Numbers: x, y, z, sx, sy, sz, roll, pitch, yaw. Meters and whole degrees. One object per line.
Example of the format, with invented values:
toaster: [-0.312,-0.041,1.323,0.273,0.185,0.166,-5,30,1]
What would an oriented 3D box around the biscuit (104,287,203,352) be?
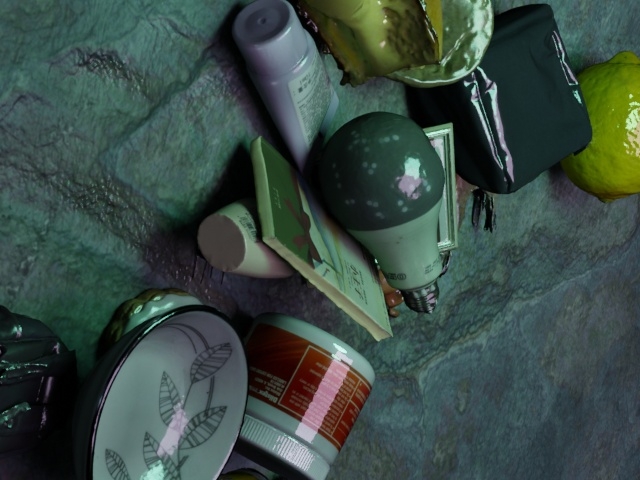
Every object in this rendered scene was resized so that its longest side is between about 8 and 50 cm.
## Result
biscuit: [-0.209,0.165,1.790,0.181,0.049,0.208,-20,117,-45]

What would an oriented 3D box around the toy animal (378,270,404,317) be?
toy animal: [0.113,-0.010,2.113,0.158,0.097,0.312,-2,106,-39]

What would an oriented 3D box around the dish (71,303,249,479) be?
dish: [-0.221,0.217,1.650,0.316,0.106,0.316,-35,134,-47]

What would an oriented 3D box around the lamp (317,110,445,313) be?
lamp: [0.115,-0.033,1.902,0.182,0.182,0.313,-32,101,-41]

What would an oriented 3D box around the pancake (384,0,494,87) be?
pancake: [0.146,-0.345,1.982,0.242,0.050,0.241,0,91,-17]

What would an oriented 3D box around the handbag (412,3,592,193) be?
handbag: [0.294,-0.222,2.186,0.302,0.178,0.275,-33,111,-43]

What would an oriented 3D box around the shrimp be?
shrimp: [0.247,-0.030,2.296,0.152,0.046,0.219,26,81,-49]

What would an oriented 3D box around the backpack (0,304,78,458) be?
backpack: [-0.384,0.169,1.520,0.258,0.133,0.206,3,103,-59]

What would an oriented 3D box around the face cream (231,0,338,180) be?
face cream: [-0.036,-0.219,1.851,0.274,0.096,0.154,61,40,-52]

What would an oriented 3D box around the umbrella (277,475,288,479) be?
umbrella: [-0.046,0.418,2.067,0.062,0.067,0.143,-5,115,-20]

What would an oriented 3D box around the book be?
book: [0.000,0.000,1.862,0.289,0.026,0.201,41,27,-41]

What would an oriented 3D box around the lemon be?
lemon: [0.553,-0.211,2.468,0.233,0.234,0.288,2,100,-52]

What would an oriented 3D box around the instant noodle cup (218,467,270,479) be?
instant noodle cup: [-0.166,0.412,1.815,0.153,0.205,0.205,13,92,-45]

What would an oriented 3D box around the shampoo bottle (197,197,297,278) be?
shampoo bottle: [-0.084,-0.003,1.821,0.078,0.127,0.257,-40,169,19]

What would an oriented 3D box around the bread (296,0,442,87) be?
bread: [0.071,-0.352,1.813,0.262,0.204,0.162,58,47,-28]

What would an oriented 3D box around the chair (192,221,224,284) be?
chair: [-0.150,0.017,1.821,0.042,0.037,0.086,-6,111,-38]

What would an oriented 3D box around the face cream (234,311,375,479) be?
face cream: [-0.045,0.226,1.888,0.201,0.201,0.187,47,66,-48]

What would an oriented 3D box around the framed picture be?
framed picture: [0.093,-0.053,2.026,0.273,0.016,0.216,-15,114,-22]
